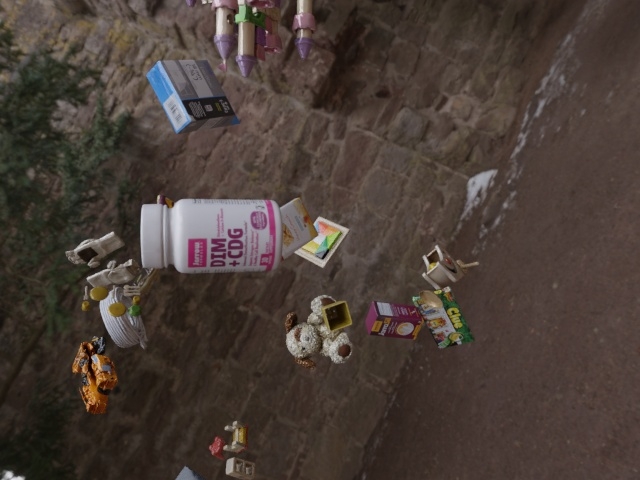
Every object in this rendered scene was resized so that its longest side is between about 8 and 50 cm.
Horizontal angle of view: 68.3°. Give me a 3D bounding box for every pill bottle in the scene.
[{"bbox_3d":[-0.234,-0.010,1.022,0.160,0.283,0.160,179,90,-73],"label":"pill bottle"}]

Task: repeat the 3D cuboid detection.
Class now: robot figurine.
[{"bbox_3d":[-0.838,0.486,1.745,0.085,0.291,0.211,15,-76,-45],"label":"robot figurine"}]

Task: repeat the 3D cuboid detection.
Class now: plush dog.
[{"bbox_3d":[-0.022,0.361,1.803,0.210,0.226,0.262,110,141,-78],"label":"plush dog"}]

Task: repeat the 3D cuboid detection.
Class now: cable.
[{"bbox_3d":[-0.845,0.330,2.018,0.257,0.089,0.257,73,170,-49],"label":"cable"}]

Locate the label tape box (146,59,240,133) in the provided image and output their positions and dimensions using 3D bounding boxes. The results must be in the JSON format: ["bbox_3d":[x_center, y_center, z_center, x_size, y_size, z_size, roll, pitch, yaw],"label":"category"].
[{"bbox_3d":[-0.440,-0.547,1.772,0.106,0.240,0.334,-26,2,39],"label":"label tape box"}]

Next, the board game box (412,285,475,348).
[{"bbox_3d":[0.438,0.278,1.668,0.136,0.259,0.030,-22,29,20],"label":"board game box"}]

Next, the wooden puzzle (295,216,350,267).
[{"bbox_3d":[0.000,0.000,2.235,0.220,0.239,0.044,-55,-46,-11],"label":"wooden puzzle"}]

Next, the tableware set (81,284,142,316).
[{"bbox_3d":[-0.576,0.173,1.311,0.024,0.154,0.104,115,148,-44],"label":"tableware set"}]

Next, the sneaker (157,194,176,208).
[{"bbox_3d":[-0.483,-0.102,1.635,0.185,0.084,0.069,54,-161,-44],"label":"sneaker"}]

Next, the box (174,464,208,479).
[{"bbox_3d":[-0.362,0.873,1.561,0.103,0.185,0.261,-55,-34,-31],"label":"box"}]

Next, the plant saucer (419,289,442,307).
[{"bbox_3d":[0.363,0.187,1.539,0.015,0.083,0.083,-52,-8,-26],"label":"plant saucer"}]

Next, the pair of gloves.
[{"bbox_3d":[-0.824,0.090,1.813,0.042,0.204,0.240,-113,6,-48],"label":"pair of gloves"}]

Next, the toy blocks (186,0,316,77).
[{"bbox_3d":[-0.198,-0.554,1.244,0.289,0.309,0.259,-14,-73,-63],"label":"toy blocks"}]

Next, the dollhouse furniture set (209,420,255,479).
[{"bbox_3d":[-0.358,0.962,1.910,0.201,0.152,0.374,-35,38,24],"label":"dollhouse furniture set"}]

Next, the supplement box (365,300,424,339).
[{"bbox_3d":[0.273,0.296,1.748,0.080,0.188,0.104,-102,24,-55],"label":"supplement box"}]

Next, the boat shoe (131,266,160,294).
[{"bbox_3d":[-0.617,0.129,1.724,0.190,0.072,0.068,-46,48,26],"label":"boat shoe"}]

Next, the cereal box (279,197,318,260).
[{"bbox_3d":[-0.133,-0.035,1.790,0.240,0.172,0.047,-36,15,-35],"label":"cereal box"}]

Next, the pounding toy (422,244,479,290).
[{"bbox_3d":[0.474,0.078,1.744,0.155,0.154,0.270,-44,-14,23],"label":"pounding toy"}]

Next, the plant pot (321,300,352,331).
[{"bbox_3d":[0.045,0.245,1.558,0.083,0.081,0.081,179,75,-73],"label":"plant pot"}]
